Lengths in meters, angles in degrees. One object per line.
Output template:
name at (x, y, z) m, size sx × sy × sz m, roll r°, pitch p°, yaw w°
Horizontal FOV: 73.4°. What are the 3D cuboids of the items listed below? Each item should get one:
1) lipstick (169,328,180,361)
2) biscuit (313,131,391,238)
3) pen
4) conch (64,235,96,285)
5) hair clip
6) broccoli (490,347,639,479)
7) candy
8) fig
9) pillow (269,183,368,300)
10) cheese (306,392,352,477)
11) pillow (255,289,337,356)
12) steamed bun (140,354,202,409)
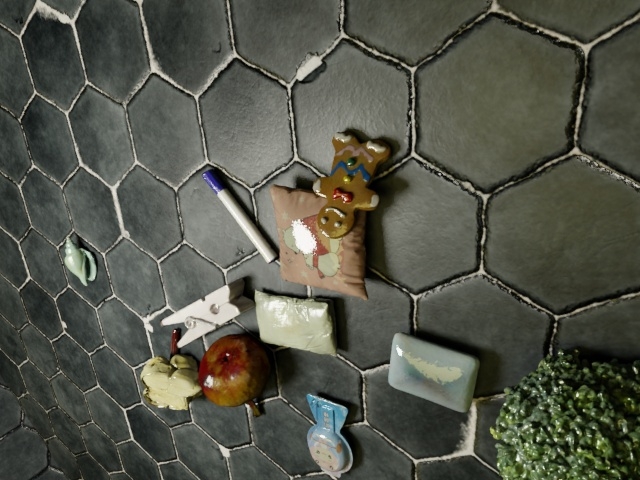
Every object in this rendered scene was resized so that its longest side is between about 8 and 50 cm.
lipstick at (-0.455, 0.343, 1.337) m, size 0.027 × 0.027 × 0.176 m, roll 25°, pitch 119°, yaw 20°
biscuit at (0.051, -0.100, 0.811) m, size 0.138 × 0.031 × 0.204 m, roll 22°, pitch 93°, yaw 21°
pen at (-0.190, -0.057, 1.019) m, size 0.033 × 0.033 × 0.269 m, roll -39°, pitch 87°, yaw 35°
conch at (-0.784, 0.063, 1.407) m, size 0.065 × 0.088 × 0.180 m, roll -139°, pitch 32°, yaw -66°
hair clip at (-0.309, 0.201, 1.157) m, size 0.331 × 0.085 × 0.101 m, roll -30°, pitch 83°, yaw 39°
broccoli at (0.441, 0.320, 0.728) m, size 0.288 × 0.247 × 0.245 m, roll -2°, pitch 144°, yaw 21°
candy at (0.227, 0.270, 0.879) m, size 0.174 × 0.071 × 0.138 m, roll 13°, pitch 115°, yaw 25°
fig at (-0.216, 0.392, 1.124) m, size 0.191 × 0.191 × 0.290 m, roll 9°, pitch 111°, yaw 28°
pillow at (0.000, 0.000, 0.897) m, size 0.223 × 0.084 × 0.236 m, roll 5°, pitch 110°, yaw 27°
cheese at (0.021, 0.510, 1.107) m, size 0.135 × 0.052 × 0.244 m, roll 8°, pitch 113°, yaw 28°
pillow at (-0.063, 0.198, 1.036) m, size 0.230 × 0.050 × 0.148 m, roll 3°, pitch 104°, yaw 33°
steamed bun at (-0.440, 0.424, 1.309) m, size 0.193 × 0.106 × 0.177 m, roll 2°, pitch 125°, yaw 6°
